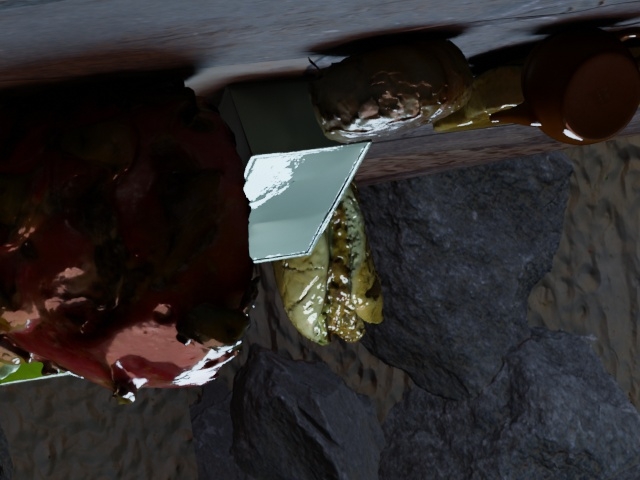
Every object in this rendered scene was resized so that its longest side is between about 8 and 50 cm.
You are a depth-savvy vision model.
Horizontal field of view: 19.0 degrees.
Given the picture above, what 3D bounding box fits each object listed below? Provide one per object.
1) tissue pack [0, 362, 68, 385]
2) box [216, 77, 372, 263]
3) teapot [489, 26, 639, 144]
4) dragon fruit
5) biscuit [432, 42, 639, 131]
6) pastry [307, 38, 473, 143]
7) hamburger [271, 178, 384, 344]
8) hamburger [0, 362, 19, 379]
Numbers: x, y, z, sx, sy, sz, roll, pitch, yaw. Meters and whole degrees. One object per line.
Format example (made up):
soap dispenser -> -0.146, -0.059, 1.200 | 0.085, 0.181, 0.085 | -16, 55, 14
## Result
tissue pack -> -0.381, 0.044, 2.466 | 0.200, 0.275, 0.167 | -7, 179, -26
box -> -0.050, -0.066, 1.938 | 0.129, 0.086, 0.225 | -8, 152, -23
teapot -> 0.238, -0.151, 1.782 | 0.173, 0.116, 0.116 | -34, -177, -11
dragon fruit -> -0.228, 0.008, 1.742 | 0.262, 0.296, 0.314 | -4, 169, -21
biscuit -> 0.252, -0.164, 2.007 | 0.287, 0.057, 0.343 | -9, 178, 31
pastry -> 0.064, -0.134, 1.704 | 0.153, 0.081, 0.153 | -8, 174, -1
hamburger -> 0.000, -0.001, 2.558 | 0.144, 0.283, 0.259 | -17, 172, 0
hamburger -> -0.398, 0.032, 1.985 | 0.274, 0.275, 0.212 | -7, -178, -38
